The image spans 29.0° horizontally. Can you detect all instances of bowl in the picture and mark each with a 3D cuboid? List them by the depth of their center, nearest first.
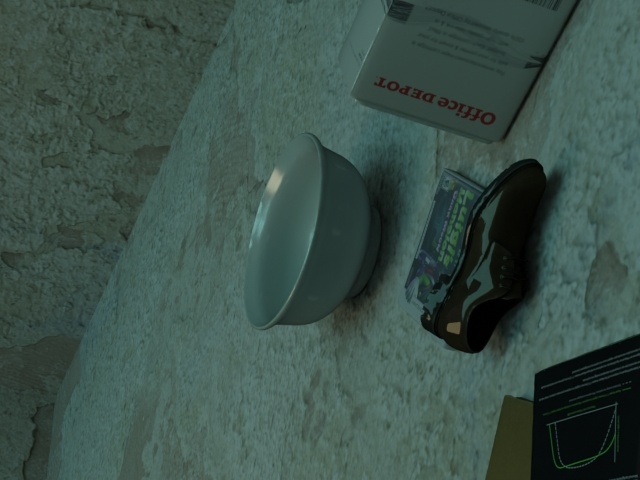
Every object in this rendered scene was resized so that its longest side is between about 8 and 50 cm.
[{"bbox_3d":[0.000,0.000,1.805,0.298,0.134,0.298,-166,90,-71],"label":"bowl"}]

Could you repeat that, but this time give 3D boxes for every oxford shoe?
[{"bbox_3d":[0.200,0.022,1.348,0.096,0.083,0.227,37,111,45],"label":"oxford shoe"}]

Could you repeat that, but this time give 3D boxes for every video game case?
[{"bbox_3d":[0.158,0.019,1.520,0.173,0.022,0.190,-136,62,-68],"label":"video game case"}]

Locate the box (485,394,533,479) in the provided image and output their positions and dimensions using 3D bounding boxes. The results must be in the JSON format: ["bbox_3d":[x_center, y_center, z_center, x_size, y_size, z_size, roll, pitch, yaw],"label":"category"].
[{"bbox_3d":[0.204,0.262,1.218,0.164,0.021,0.201,-175,99,-71],"label":"box"}]

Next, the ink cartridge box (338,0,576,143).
[{"bbox_3d":[0.167,-0.279,1.428,0.117,0.207,0.283,-103,34,-55],"label":"ink cartridge box"}]

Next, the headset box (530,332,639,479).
[{"bbox_3d":[0.261,0.225,0.750,0.131,0.246,0.283,143,137,-60],"label":"headset box"}]
